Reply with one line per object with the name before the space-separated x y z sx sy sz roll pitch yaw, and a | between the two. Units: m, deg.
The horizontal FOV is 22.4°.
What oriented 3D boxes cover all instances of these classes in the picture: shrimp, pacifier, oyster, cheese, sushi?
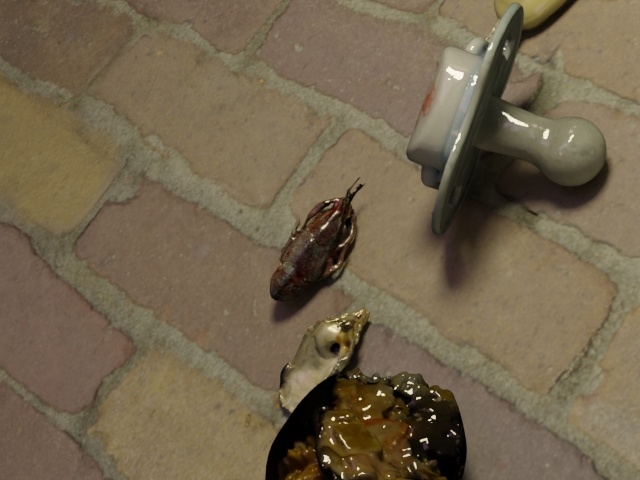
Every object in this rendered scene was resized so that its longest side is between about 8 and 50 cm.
shrimp | -0.001 -0.001 2.056 0.190 0.074 0.073 -59 11 -5
pacifier | 0.227 -0.125 1.908 0.225 0.238 0.287 23 91 14
oyster | -0.004 0.150 1.953 0.121 0.045 0.146 -12 59 29
cheese | 0.258 -0.298 2.087 0.127 0.054 0.251 19 72 50
sushi | 0.040 0.262 1.736 0.213 0.204 0.200 16 34 7
